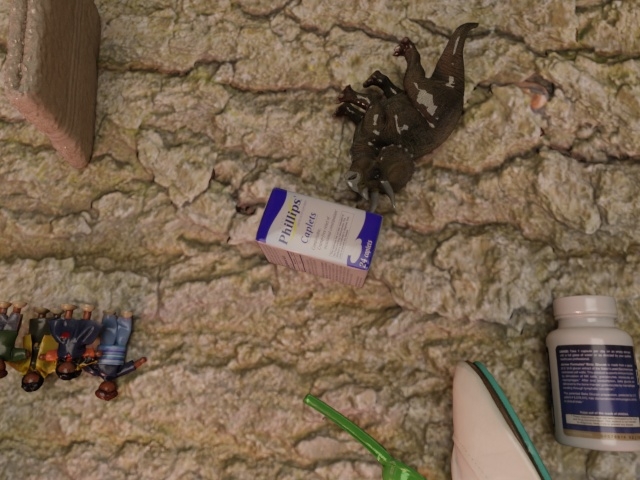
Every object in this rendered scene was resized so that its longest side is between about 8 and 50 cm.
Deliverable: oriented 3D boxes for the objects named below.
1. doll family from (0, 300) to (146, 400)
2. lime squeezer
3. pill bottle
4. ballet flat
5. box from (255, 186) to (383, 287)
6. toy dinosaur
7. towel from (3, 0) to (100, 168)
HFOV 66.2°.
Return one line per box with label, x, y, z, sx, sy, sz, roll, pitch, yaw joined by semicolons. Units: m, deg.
doll family;-0.321;0.140;0.613;0.192;0.076;0.111;2;70;-1
lime squeezer;0.087;0.307;0.562;0.109;0.059;0.310;-22;75;-7
pill bottle;0.322;0.154;0.583;0.094;0.094;0.169;1;75;2
ballet flat;0.226;0.330;0.525;0.139;0.139;0.400;-30;79;-7
box;0.000;0.000;0.617;0.137;0.126;0.072;15;76;5
toy dinosaur;0.119;-0.174;0.687;0.313;0.121;0.160;-43;90;-15
towel;-0.359;-0.264;0.668;0.049;0.187;0.282;-3;73;-4
